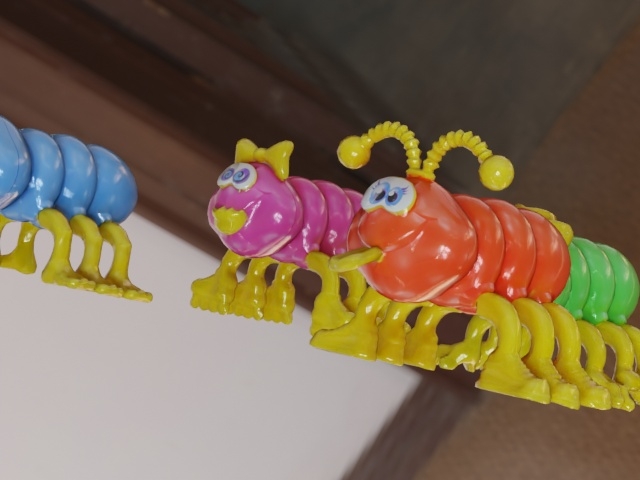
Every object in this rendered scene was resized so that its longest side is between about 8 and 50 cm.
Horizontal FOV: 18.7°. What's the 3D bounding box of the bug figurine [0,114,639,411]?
[{"bbox_3d":[0.000,0.000,0.676,0.279,0.216,0.072,11,88,38],"label":"bug figurine"}]
